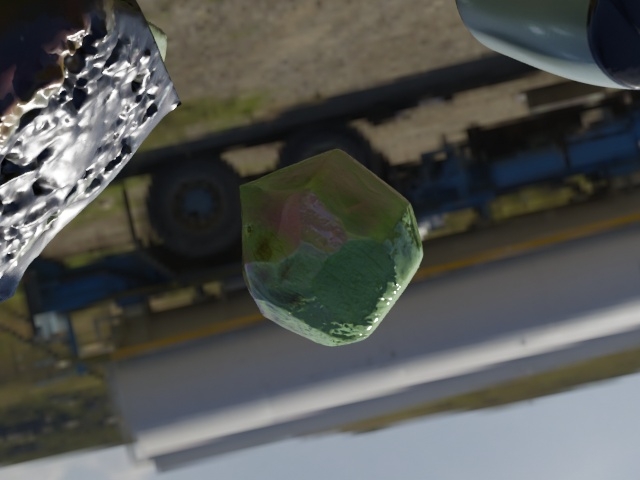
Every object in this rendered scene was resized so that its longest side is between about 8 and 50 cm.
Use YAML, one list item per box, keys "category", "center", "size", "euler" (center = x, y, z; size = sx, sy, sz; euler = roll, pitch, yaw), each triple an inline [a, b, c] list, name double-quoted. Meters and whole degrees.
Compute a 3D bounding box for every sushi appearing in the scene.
- category: "sushi"
  center: [-0.209, -0.091, 0.884]
  size: [0.227, 0.215, 0.212]
  euler: [-28, 169, -4]

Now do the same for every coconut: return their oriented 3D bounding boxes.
- category: "coconut"
  center: [0.000, 0.000, 1.929]
  size: [0.236, 0.236, 0.204]
  euler: [-12, -143, 54]

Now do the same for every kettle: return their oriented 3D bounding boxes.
- category: "kettle"
  center: [0.229, -0.240, 1.465]
  size: [0.161, 0.221, 0.236]
  euler: [-46, -149, -2]

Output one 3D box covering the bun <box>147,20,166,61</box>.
- category: "bun"
  center: [-0.234, -0.132, 1.428]
  size: [0.221, 0.108, 0.221]
  euler: [-50, 174, -7]
